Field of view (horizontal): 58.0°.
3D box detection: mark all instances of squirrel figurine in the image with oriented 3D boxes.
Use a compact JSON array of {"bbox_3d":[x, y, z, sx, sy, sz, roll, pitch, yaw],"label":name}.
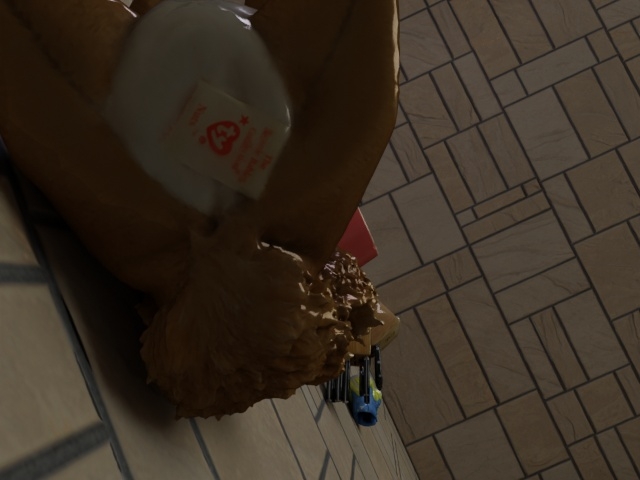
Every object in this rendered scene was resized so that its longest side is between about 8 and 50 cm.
[{"bbox_3d":[-0.089,-0.042,0.554,0.370,0.281,0.397,-166,-115,-80],"label":"squirrel figurine"}]

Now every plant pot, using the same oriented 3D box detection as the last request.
[{"bbox_3d":[0.000,0.000,1.470,0.275,0.243,0.275,-24,90,-87],"label":"plant pot"}]

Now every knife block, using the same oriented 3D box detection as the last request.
[{"bbox_3d":[0.051,0.228,1.308,0.275,0.242,0.088,44,-20,26],"label":"knife block"}]

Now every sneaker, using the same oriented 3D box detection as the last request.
[{"bbox_3d":[0.121,0.465,1.605,0.240,0.091,0.126,63,22,-54],"label":"sneaker"}]
